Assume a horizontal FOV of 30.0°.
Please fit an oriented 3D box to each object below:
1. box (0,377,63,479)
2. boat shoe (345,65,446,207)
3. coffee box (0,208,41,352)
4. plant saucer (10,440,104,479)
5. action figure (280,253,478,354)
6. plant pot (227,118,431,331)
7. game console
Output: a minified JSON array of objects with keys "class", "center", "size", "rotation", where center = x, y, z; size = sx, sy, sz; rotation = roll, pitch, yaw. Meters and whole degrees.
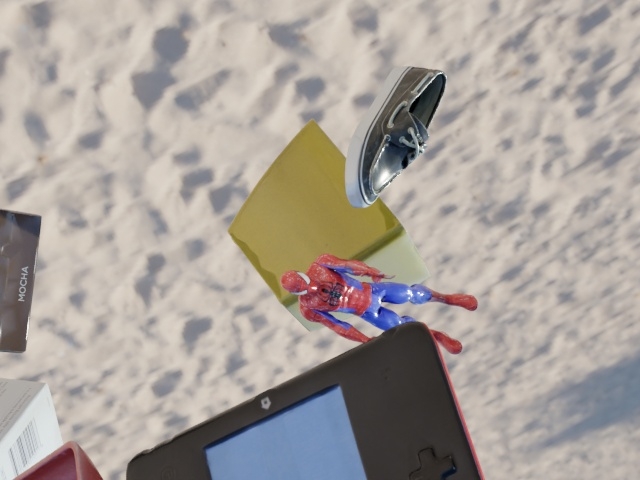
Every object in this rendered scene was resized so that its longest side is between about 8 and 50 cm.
[{"class":"box","center":[-0.448,0.312,1.635],"size":[0.119,0.181,0.181],"rotation":[4,122,16]},{"class":"boat shoe","center":[0.094,-0.132,1.462],"size":[0.070,0.219,0.077],"rotation":[6,147,31]},{"class":"coffee box","center":[-0.467,0.043,1.477],"size":[0.119,0.168,0.297],"rotation":[10,173,-37]},{"class":"plant saucer","center":[-0.234,0.329,0.979],"size":[0.048,0.258,0.259],"rotation":[12,144,-42]},{"class":"action figure","center":[0.085,0.081,1.377],"size":[0.280,0.139,0.091],"rotation":[15,94,-35]},{"class":"plant pot","center":[0.000,0.000,1.633],"size":[0.187,0.212,0.212],"rotation":[-38,156,0]},{"class":"game console","center":[-0.009,0.300,1.159],"size":[0.387,0.342,0.060],"rotation":[-28,155,20]}]
